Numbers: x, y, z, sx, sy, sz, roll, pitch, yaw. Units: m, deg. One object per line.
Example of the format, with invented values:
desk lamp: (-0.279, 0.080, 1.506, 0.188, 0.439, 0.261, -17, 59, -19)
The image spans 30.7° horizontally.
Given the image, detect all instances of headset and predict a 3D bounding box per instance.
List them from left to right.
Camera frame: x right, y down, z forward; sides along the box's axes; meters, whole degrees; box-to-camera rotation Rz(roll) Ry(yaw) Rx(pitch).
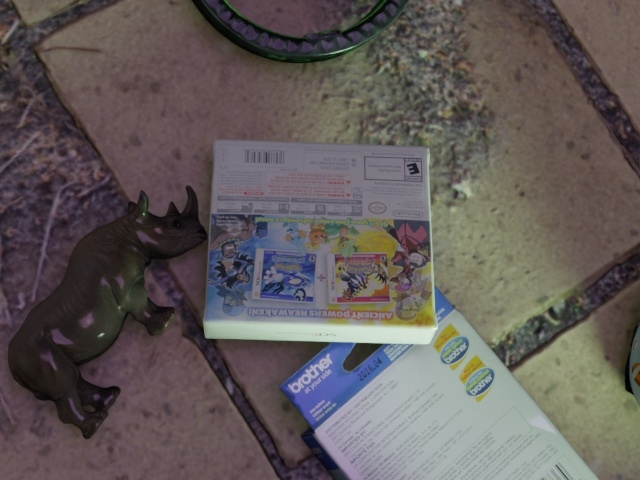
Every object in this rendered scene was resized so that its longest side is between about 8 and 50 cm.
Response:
headset: (-0.040, -0.371, 1.149, 0.243, 0.185, 0.394, -12, 95, -11)

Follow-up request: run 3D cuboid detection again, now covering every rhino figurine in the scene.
rhino figurine: (-0.180, 0.046, 1.031, 0.106, 0.073, 0.243, 35, 71, -7)

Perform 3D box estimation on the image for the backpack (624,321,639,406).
backpack: (0.437, 0.115, 1.098, 0.263, 0.213, 0.276, 20, 76, 3)

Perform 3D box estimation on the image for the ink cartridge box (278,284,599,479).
ink cartridge box: (0.119, 0.201, 1.071, 0.186, 0.065, 0.311, -39, 91, -18)

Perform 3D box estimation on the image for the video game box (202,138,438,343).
video game box: (0.000, 0.000, 1.061, 0.205, 0.048, 0.187, 2, 61, -2)
